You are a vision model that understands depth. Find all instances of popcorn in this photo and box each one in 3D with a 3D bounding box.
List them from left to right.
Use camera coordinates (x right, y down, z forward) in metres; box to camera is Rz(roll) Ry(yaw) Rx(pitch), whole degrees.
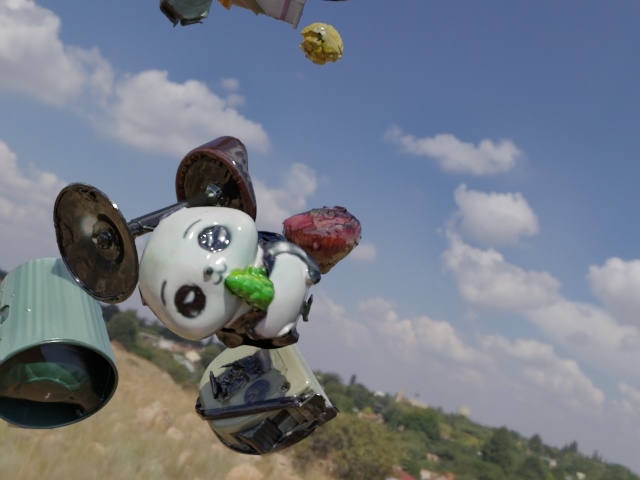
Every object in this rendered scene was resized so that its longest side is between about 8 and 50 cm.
[{"bbox_3d":[0.002,-0.692,2.524,0.148,0.167,0.152,-25,-18,-19],"label":"popcorn"}]

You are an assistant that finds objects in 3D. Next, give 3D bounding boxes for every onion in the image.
[{"bbox_3d":[0.000,0.000,1.582,0.184,0.147,0.184,4,15,-1],"label":"onion"}]

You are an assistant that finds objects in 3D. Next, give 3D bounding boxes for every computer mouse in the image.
[{"bbox_3d":[-0.296,-0.591,1.605,0.126,0.231,0.071,4,19,-44],"label":"computer mouse"}]

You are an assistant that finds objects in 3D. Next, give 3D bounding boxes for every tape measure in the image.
[{"bbox_3d":[-0.121,0.297,1.353,0.133,0.231,0.271,55,-4,-36],"label":"tape measure"}]

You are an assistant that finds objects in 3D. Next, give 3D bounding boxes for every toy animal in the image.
[{"bbox_3d":[-0.143,0.061,1.120,0.212,0.213,0.266,6,-13,46],"label":"toy animal"}]

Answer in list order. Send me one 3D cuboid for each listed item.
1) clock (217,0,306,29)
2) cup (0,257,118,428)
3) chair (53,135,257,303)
[{"bbox_3d":[-0.181,-0.696,1.918,0.309,0.166,0.235,19,28,-7],"label":"clock"},{"bbox_3d":[-0.749,0.289,1.905,0.310,0.401,0.392,50,8,-41],"label":"cup"},{"bbox_3d":[-0.283,-0.057,1.389,0.226,0.227,0.401,10,25,33],"label":"chair"}]
